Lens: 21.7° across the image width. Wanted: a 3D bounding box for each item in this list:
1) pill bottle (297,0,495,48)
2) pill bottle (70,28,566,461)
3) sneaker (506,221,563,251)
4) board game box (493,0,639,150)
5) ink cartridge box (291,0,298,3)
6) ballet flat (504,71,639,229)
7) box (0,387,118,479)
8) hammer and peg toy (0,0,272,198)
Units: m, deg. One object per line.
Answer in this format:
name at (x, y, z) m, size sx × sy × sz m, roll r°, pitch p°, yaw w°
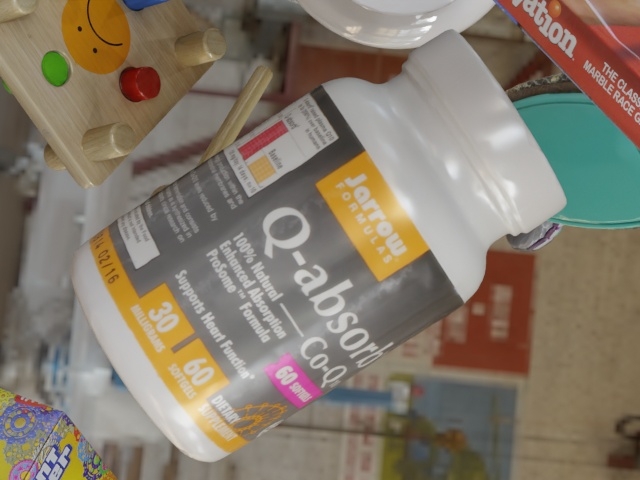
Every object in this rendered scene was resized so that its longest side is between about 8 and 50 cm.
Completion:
pill bottle at (0.053, -0.237, 1.216) m, size 0.323 × 0.181 × 0.181 m, roll -91°, pitch -172°, yaw -79°
pill bottle at (0.000, 0.000, 1.025) m, size 0.162 × 0.278 × 0.162 m, roll 56°, pitch 3°, yaw -5°
sneaker at (0.235, -0.079, 1.796) m, size 0.224 × 0.098 × 0.083 m, roll -61°, pitch -146°, yaw 38°
board game box at (0.205, -0.104, 0.736) m, size 0.145 × 0.281 × 0.027 m, roll 51°, pitch -44°, yaw 35°
ink cartridge box at (-0.038, -0.333, 1.516) m, size 0.086 × 0.148 × 0.203 m, roll 36°, pitch 72°, yaw -82°
ballet flat at (0.332, -0.102, 1.469) m, size 0.483 × 0.182 × 0.164 m, roll -2°, pitch -62°, yaw 59°
box at (-0.336, 0.243, 1.482) m, size 0.177 × 0.290 × 0.279 m, roll -62°, pitch 153°, yaw -24°
hammer and peg toy at (-0.220, -0.189, 1.834) m, size 0.127 × 0.361 × 0.266 m, roll -9°, pitch -146°, yaw 44°
